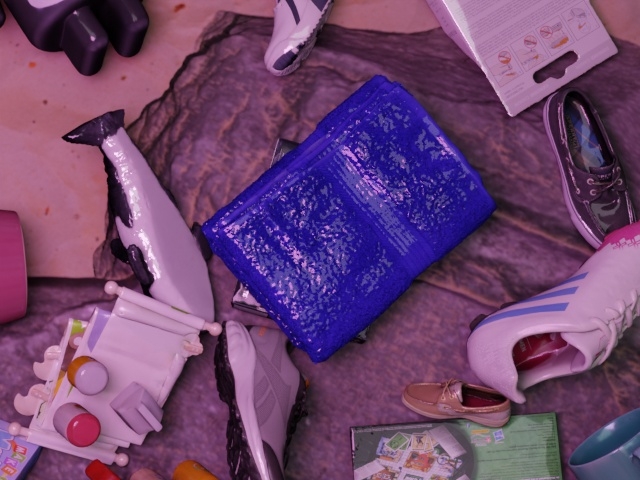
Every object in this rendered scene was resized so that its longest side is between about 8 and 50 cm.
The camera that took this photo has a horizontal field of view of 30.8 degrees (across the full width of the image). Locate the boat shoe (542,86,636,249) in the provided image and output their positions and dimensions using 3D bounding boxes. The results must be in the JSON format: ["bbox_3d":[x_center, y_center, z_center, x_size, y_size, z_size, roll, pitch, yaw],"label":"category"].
[{"bbox_3d":[0.351,-0.091,1.482,0.080,0.076,0.228,-16,82,-7],"label":"boat shoe"}]

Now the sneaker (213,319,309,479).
[{"bbox_3d":[-0.058,0.202,1.347,0.108,0.100,0.271,2,47,-14],"label":"sneaker"}]

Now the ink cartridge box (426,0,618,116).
[{"bbox_3d":[0.257,-0.298,1.527,0.181,0.056,0.225,-32,95,-9],"label":"ink cartridge box"}]

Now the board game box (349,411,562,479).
[{"bbox_3d":[0.169,0.287,1.433,0.259,0.030,0.136,-3,79,-5],"label":"board game box"}]

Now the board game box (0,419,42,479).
[{"bbox_3d":[-0.442,0.236,1.327,0.211,0.160,0.039,23,110,-1],"label":"board game box"}]

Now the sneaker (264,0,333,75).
[{"bbox_3d":[-0.054,-0.332,1.480,0.153,0.094,0.235,27,80,1],"label":"sneaker"}]

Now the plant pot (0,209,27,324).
[{"bbox_3d":[-0.440,0.036,1.351,0.180,0.201,0.201,-4,81,-21],"label":"plant pot"}]

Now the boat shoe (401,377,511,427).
[{"bbox_3d":[0.168,0.191,1.426,0.135,0.045,0.050,8,44,5],"label":"boat shoe"}]

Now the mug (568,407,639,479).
[{"bbox_3d":[0.374,0.277,1.387,0.129,0.158,0.097,-35,89,25],"label":"mug"}]

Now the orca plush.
[{"bbox_3d":[-0.232,-0.006,1.408,0.102,0.151,0.287,-22,111,30],"label":"orca plush"}]

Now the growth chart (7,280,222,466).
[{"bbox_3d":[-0.247,0.160,1.364,0.172,0.021,0.237,30,102,-21],"label":"growth chart"}]

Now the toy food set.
[{"bbox_3d":[-0.208,0.240,1.317,0.111,0.104,0.232,-43,117,-18],"label":"toy food set"}]

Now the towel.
[{"bbox_3d":[0.038,-0.031,1.395,0.308,0.076,0.228,-41,86,-10],"label":"towel"}]

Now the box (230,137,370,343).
[{"bbox_3d":[0.000,0.000,1.452,0.175,0.051,0.220,15,80,-2],"label":"box"}]

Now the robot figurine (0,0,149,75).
[{"bbox_3d":[-0.320,-0.343,1.423,0.173,0.209,0.278,-35,85,28],"label":"robot figurine"}]

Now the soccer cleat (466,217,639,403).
[{"bbox_3d":[0.337,0.091,1.409,0.331,0.143,0.116,-31,118,-4],"label":"soccer cleat"}]
